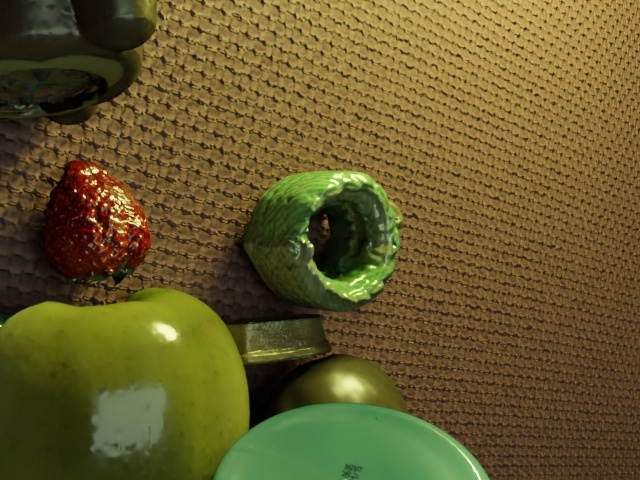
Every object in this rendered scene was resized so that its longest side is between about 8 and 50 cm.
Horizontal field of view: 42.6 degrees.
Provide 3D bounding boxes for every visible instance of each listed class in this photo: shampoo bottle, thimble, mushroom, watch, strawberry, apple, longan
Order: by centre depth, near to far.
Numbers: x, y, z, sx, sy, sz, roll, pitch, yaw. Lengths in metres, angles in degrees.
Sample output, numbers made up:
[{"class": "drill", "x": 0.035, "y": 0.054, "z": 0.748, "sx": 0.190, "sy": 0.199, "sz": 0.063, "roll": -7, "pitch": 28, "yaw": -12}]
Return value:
[{"class": "watch", "x": -0.352, "y": -0.307, "z": 0.862, "sx": 0.335, "sy": 0.314, "sz": 0.327, "roll": -10, "pitch": 85, "yaw": -29}, {"class": "shampoo bottle", "x": 0.027, "y": 0.417, "z": 0.960, "sx": 0.331, "sy": 0.331, "sz": 0.343, "roll": -19, "pitch": 123, "yaw": -38}, {"class": "apple", "x": -0.243, "y": 0.245, "z": 1.000, "sx": 0.319, "sy": 0.311, "sz": 0.361, "roll": 0, "pitch": 95, "yaw": -13}, {"class": "strawberry", "x": -0.272, "y": -0.020, "z": 1.010, "sx": 0.131, "sy": 0.131, "sz": 0.148, "roll": 3, "pitch": 97, "yaw": -40}, {"class": "longan", "x": 0.030, "y": 0.286, "z": 1.214, "sx": 0.248, "sy": 0.248, "sz": 0.248, "roll": -1, "pitch": 92, "yaw": -40}, {"class": "thimble", "x": 0.000, "y": 0.000, "z": 1.223, "sx": 0.219, "sy": 0.150, "sz": 0.219, "roll": -1, "pitch": 92, "yaw": -41}, {"class": "mushroom", "x": 0.108, "y": -0.029, "z": 1.360, "sx": 0.085, "sy": 0.079, "sz": 0.085, "roll": 2, "pitch": 87, "yaw": -39}]

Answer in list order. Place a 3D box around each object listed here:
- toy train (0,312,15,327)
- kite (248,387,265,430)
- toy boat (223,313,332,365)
[{"class": "toy train", "x": -0.432, "y": 0.135, "z": 0.905, "sx": 0.248, "sy": 0.101, "sz": 0.159, "roll": 17, "pitch": 65, "yaw": -40}, {"class": "kite", "x": -0.104, "y": 0.312, "z": 1.234, "sx": 0.232, "sy": 0.009, "sz": 0.189, "roll": -1, "pitch": 91, "yaw": -40}, {"class": "toy boat", "x": -0.063, "y": 0.142, "z": 1.197, "sx": 0.188, "sy": 0.116, "sz": 0.061, "roll": -2, "pitch": 86, "yaw": -39}]
